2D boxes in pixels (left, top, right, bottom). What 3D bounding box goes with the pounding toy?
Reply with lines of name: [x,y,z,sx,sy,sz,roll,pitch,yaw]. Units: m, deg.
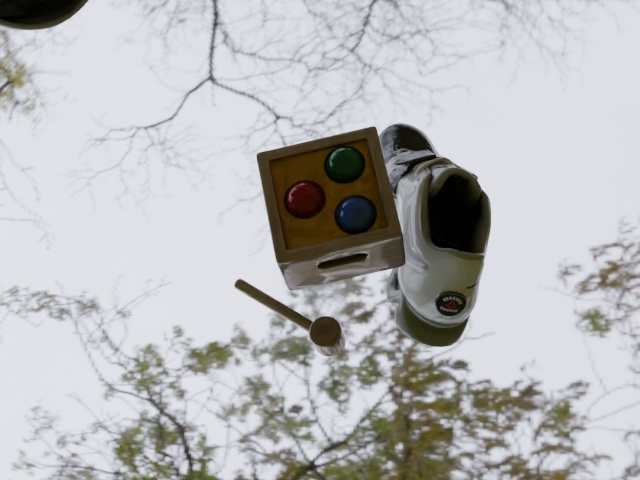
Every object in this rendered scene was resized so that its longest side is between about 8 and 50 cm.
pounding toy: [-0.008,0.007,1.012,0.181,0.094,0.206,-13,-114,2]

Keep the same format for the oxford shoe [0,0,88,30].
oxford shoe: [-0.191,-0.328,0.643,0.169,0.449,0.130,-17,-131,-32]

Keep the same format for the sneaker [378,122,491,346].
sneaker: [0.136,-0.049,1.145,0.122,0.146,0.330,8,-137,-16]
